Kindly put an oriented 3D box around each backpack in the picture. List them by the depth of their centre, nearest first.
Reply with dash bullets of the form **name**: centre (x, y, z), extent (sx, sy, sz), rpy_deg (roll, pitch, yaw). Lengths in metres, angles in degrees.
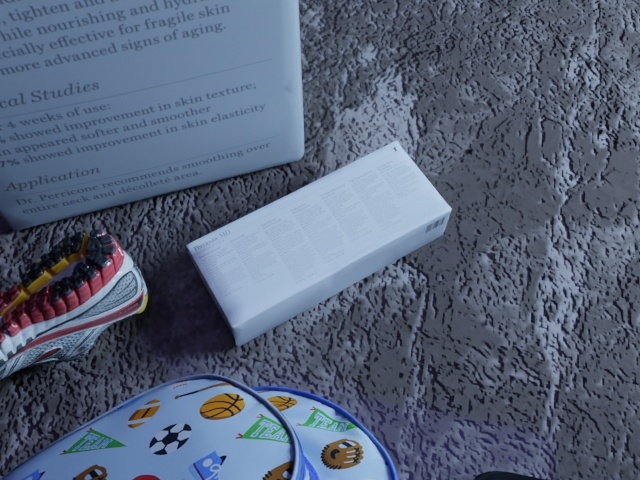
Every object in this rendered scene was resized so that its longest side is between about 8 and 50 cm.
- **backpack**: centre (-0.072, 0.213, 0.468), extent (0.263, 0.213, 0.276), rpy_deg (-26, 34, -31)

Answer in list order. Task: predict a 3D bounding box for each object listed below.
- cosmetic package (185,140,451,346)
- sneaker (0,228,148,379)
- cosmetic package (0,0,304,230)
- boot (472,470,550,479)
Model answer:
- **cosmetic package**: centre (0.000, 0.000, 0.680), extent (0.239, 0.060, 0.099), rpy_deg (-27, 67, -14)
- **sneaker**: centre (-0.255, 0.088, 0.623), extent (0.225, 0.093, 0.088), rpy_deg (-31, 46, 4)
- **cosmetic package**: centre (-0.212, -0.271, 0.640), extent (0.329, 0.394, 0.328), rpy_deg (-14, 62, -8)
- **boot**: centre (0.132, 0.297, 0.488), extent (0.091, 0.263, 0.229), rpy_deg (-1, 86, 42)
